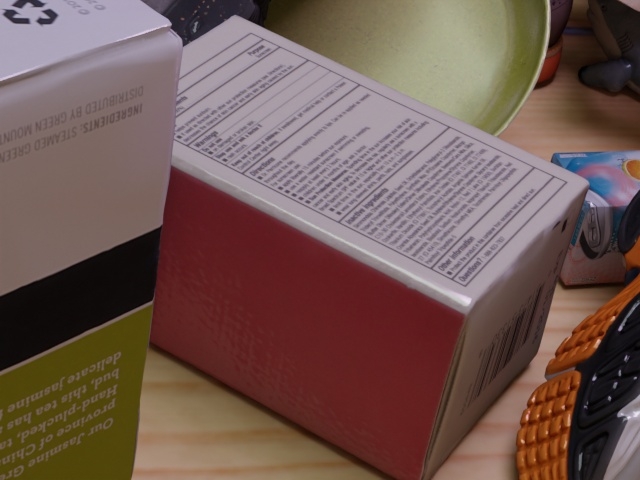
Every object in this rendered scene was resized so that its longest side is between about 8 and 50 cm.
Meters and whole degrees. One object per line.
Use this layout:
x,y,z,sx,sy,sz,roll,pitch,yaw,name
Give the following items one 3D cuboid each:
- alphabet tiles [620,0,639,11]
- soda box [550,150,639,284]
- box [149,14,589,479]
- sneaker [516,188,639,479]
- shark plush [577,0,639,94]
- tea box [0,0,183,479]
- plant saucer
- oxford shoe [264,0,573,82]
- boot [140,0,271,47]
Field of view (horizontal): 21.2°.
0.270,-0.173,1.214,0.284,0.021,0.278,30,21,1,alphabet tiles
0.227,-0.017,1.051,0.183,0.063,0.058,-3,38,-20,soda box
0.000,0.000,0.912,0.232,0.127,0.148,27,39,20,box
0.202,0.068,0.910,0.121,0.099,0.262,45,54,-14,sneaker
0.249,-0.123,1.195,0.073,0.067,0.161,-20,47,-36,shark plush
-0.250,0.004,0.670,0.220,0.323,0.329,-24,50,-38,tea box
0.025,-0.137,1.093,0.241,0.037,0.241,-1,71,3,plant saucer
0.044,-0.169,1.171,0.271,0.098,0.097,-2,39,-18,oxford shoe
-0.080,-0.245,1.038,0.222,0.118,0.338,41,76,6,boot
